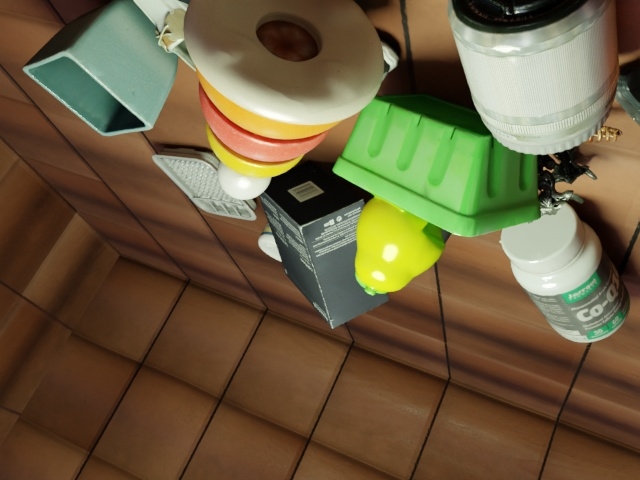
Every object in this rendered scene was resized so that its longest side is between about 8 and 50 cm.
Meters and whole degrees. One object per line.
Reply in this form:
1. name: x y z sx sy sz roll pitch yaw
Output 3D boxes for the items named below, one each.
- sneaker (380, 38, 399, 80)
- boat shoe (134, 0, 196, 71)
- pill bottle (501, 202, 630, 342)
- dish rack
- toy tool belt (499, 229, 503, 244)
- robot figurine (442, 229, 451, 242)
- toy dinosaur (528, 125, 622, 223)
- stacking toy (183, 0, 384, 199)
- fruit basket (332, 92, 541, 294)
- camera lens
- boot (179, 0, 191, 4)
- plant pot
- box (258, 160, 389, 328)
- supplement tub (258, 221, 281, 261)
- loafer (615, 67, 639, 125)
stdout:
1. sneaker: 0.036 -0.336 1.355 0.100 0.108 0.271 38 162 -29
2. boat shoe: -0.307 -0.465 1.461 0.302 0.103 0.113 36 158 -19
3. pill bottle: 0.571 0.073 1.553 0.204 0.204 0.361 4 151 44
4. dish rack: -0.370 -0.197 2.207 0.285 0.072 0.333 11 154 37
5. toy tool belt: 0.497 0.003 1.688 0.083 0.051 0.052 26 159 1
6. robot figurine: 0.228 -0.050 1.579 0.173 0.278 0.209 26 -166 -15
7. toy dinosaur: 0.412 -0.166 1.282 0.218 0.164 0.322 53 172 -20
8. stacking toy: -0.111 -0.244 1.295 0.350 0.350 0.480 27 146 -2
9. fruit basket: 0.202 -0.073 1.294 0.283 0.392 0.392 -12 -174 -38
10. camera lens: 0.319 -0.288 0.984 0.219 0.219 0.274 13 155 32
11. boot: -0.215 -0.477 1.335 0.207 0.094 0.246 21 152 5
12. plant pot: -0.481 -0.425 1.552 0.248 0.252 0.247 3 149 46
13. box: 0.000 0.000 1.770 0.343 0.179 0.312 44 154 56
14. supplement tub: -0.090 -0.044 2.057 0.144 0.199 0.144 22 159 9
15. loafer: 0.541 -0.226 1.112 0.170 0.062 0.061 42 177 -26
